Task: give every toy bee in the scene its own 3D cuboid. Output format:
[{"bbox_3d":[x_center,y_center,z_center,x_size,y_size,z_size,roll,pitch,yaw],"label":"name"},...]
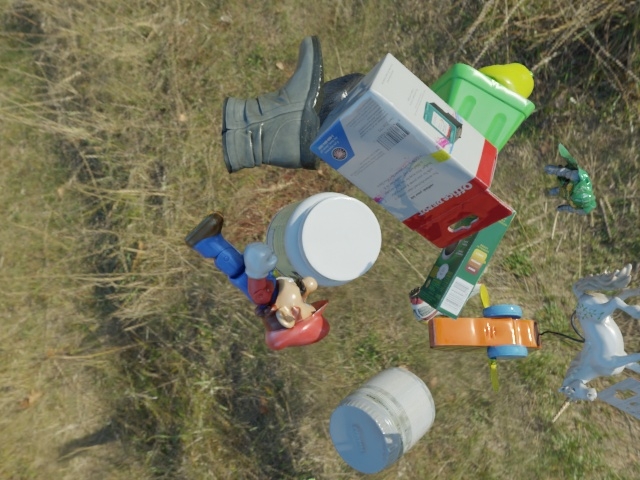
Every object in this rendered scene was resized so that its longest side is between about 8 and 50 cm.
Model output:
[{"bbox_3d":[0.358,0.197,0.987,0.298,0.162,0.195,17,73,16],"label":"toy bee"}]

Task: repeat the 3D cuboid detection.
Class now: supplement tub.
[{"bbox_3d":[0.000,0.000,1.338,0.235,0.325,0.235,1,88,-18],"label":"supplement tub"}]

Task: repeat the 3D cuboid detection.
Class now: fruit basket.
[{"bbox_3d":[0.438,-0.389,1.462,0.283,0.392,0.392,26,92,-9],"label":"fruit basket"}]

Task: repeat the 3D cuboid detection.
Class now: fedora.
[{"bbox_3d":[0.056,-0.376,1.485,0.334,0.152,0.334,-22,33,15],"label":"fedora"}]

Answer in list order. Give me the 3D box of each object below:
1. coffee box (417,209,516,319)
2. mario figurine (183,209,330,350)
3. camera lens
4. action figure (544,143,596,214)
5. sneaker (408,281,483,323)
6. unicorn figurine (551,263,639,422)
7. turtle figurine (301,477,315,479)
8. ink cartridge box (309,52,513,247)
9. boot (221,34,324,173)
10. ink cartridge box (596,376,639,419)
[{"bbox_3d":[0.221,0.025,0.789,0.040,0.113,0.184,28,91,-5],"label":"coffee box"},{"bbox_3d":[-0.093,0.062,0.965,0.170,0.198,0.320,-39,102,27],"label":"mario figurine"},{"bbox_3d":[0.184,0.509,1.478,0.219,0.274,0.219,11,108,38],"label":"camera lens"},{"bbox_3d":[0.437,-0.093,0.896,0.063,0.232,0.137,-15,98,18],"label":"action figure"},{"bbox_3d":[0.332,0.153,1.346,0.088,0.225,0.093,-159,58,-66],"label":"sneaker"},{"bbox_3d":[0.308,0.113,0.549,0.111,0.060,0.162,-15,69,46],"label":"unicorn figurine"},{"bbox_3d":[-0.035,0.534,0.816,0.197,0.275,0.266,-18,65,3],"label":"turtle figurine"},{"bbox_3d":[0.120,-0.100,0.643,0.134,0.231,0.078,-34,25,50],"label":"ink cartridge box"},{"bbox_3d":[-0.077,-0.222,0.809,0.161,0.083,0.246,2,71,3],"label":"boot"},{"bbox_3d":[0.633,0.296,0.890,0.232,0.189,0.066,32,72,21],"label":"ink cartridge box"}]
